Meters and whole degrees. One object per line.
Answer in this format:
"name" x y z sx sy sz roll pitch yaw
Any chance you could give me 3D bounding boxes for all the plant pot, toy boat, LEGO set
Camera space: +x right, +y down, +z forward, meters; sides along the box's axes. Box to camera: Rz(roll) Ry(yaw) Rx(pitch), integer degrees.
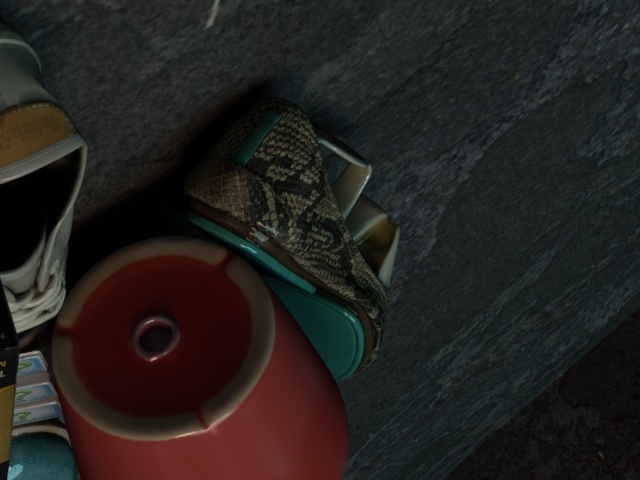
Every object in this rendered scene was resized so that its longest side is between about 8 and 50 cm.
"plant pot" -0.119 0.137 1.287 0.275 0.275 0.243 -33 151 -11
"toy boat" -0.277 0.253 1.474 0.318 0.148 0.267 -22 152 -31
"LEGO set" -0.348 0.162 1.220 0.244 0.060 0.182 -10 160 -7

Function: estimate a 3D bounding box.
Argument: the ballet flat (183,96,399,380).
"ballet flat" 0.000 0.000 1.434 0.182 0.164 0.483 -58 158 -13

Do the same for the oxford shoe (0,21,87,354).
"oxford shoe" -0.261 0.019 1.104 0.169 0.130 0.449 -29 157 -29

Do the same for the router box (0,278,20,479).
"router box" -0.376 0.133 0.999 0.309 0.081 0.243 -11 150 -21
